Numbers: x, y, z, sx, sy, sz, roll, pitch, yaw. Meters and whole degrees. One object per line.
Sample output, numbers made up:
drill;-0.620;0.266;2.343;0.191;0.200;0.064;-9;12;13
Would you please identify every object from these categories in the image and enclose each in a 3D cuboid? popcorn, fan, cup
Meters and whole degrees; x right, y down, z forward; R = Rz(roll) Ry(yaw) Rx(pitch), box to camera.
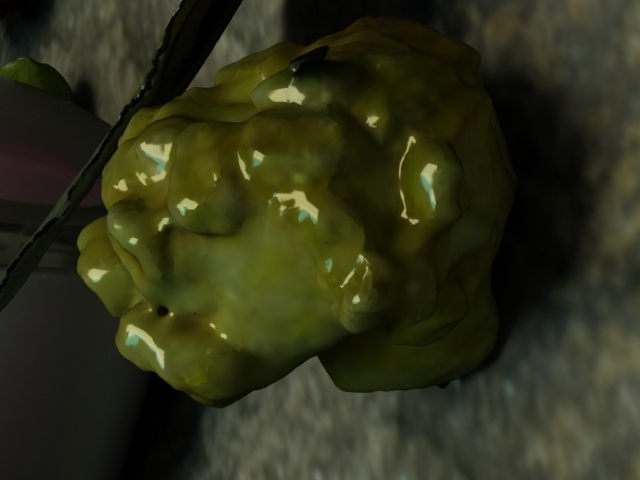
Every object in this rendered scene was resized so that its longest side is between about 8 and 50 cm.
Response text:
popcorn;-0.003;-0.011;0.686;0.173;0.173;0.142;8;100;62
fan;-0.042;-0.102;0.769;0.335;0.011;0.229;-57;2;-23
cup;-0.226;0.107;0.964;0.253;0.253;0.372;45;123;57

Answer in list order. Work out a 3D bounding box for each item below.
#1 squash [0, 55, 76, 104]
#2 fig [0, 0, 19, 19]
squash;-0.183;-0.010;1.110;0.066;0.066;0.201;1;84;62
fig;-0.272;-0.234;1.245;0.249;0.186;0.204;-89;-24;-72
